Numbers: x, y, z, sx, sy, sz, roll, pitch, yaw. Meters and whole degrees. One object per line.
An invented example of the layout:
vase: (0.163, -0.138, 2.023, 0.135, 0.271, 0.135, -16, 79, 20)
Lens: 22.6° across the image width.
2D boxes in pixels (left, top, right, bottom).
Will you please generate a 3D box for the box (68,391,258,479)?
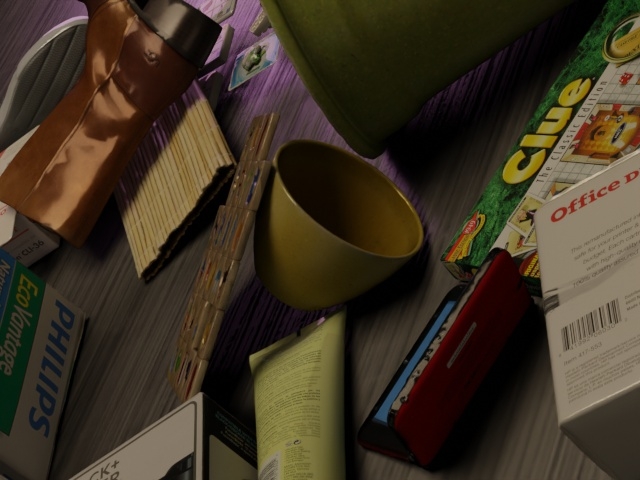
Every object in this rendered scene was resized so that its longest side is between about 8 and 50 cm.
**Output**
box: (-0.116, 0.265, 1.118, 0.169, 0.087, 0.290, -34, 32, 22)

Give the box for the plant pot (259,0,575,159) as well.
plant pot: (0.093, -0.244, 1.316, 0.254, 0.276, 0.276, -26, 34, 14)

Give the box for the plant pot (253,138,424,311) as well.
plant pot: (0.000, 0.000, 1.263, 0.095, 0.134, 0.134, -55, 23, 29)

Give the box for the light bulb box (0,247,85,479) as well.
light bulb box: (-0.478, 0.116, 1.488, 0.358, 0.361, 0.225, -29, 36, 29)

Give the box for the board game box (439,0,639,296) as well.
board game box: (0.201, -0.074, 1.174, 0.136, 0.030, 0.260, 7, 60, 58)

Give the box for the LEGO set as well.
LEGO set: (-0.056, -0.218, 1.680, 0.244, 0.060, 0.182, -26, 42, 42)

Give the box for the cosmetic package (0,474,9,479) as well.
cosmetic package: (-0.490, 0.263, 1.158, 0.329, 0.393, 0.327, -52, 7, 18)

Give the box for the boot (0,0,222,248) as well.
boot: (-0.256, -0.153, 1.704, 0.264, 0.096, 0.280, 34, 91, 35)

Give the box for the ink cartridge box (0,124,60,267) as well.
ink cartridge box: (-0.342, -0.023, 1.773, 0.115, 0.067, 0.198, -31, 32, 26)

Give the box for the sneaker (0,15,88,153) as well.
sneaker: (-0.330, -0.166, 1.865, 0.258, 0.094, 0.091, -50, 27, 23)

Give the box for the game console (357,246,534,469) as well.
game console: (0.074, 0.075, 1.107, 0.085, 0.124, 0.144, 24, 72, 31)

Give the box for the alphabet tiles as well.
alphabet tiles: (-0.079, 0.011, 1.301, 0.198, 0.009, 0.237, -167, 95, -80)

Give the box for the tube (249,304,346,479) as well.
tube: (-0.013, 0.135, 1.179, 0.240, 0.070, 0.062, -95, 13, -58)

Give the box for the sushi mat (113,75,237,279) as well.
sushi mat: (-0.163, -0.088, 1.647, 0.151, 0.019, 0.316, -53, 28, 14)

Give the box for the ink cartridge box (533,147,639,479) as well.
ink cartridge box: (0.212, 0.034, 0.975, 0.139, 0.082, 0.191, -31, 32, 26)
